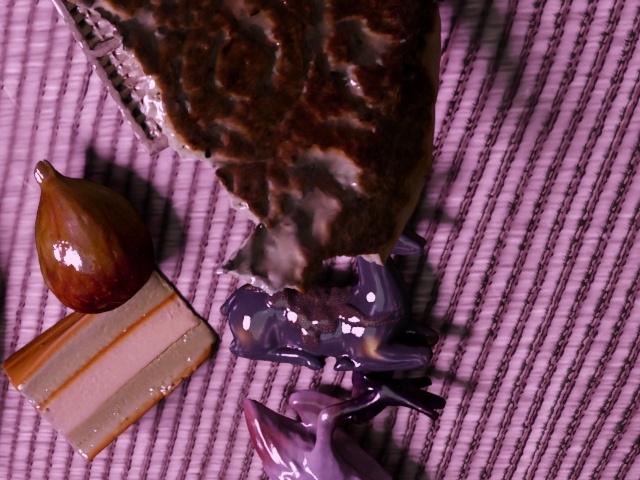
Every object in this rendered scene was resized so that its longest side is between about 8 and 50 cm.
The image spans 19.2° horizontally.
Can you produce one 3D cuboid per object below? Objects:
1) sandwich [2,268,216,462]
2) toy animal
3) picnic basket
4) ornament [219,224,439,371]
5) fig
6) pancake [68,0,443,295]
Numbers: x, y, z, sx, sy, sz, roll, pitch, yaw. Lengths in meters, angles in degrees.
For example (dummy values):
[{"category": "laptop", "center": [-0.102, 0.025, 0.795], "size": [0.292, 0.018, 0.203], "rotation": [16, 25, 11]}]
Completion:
[{"category": "sandwich", "center": [-0.208, 0.111, 1.858], "size": [0.187, 0.144, 0.117], "rotation": [-42, 104, -1]}, {"category": "toy animal", "center": [0.033, 0.243, 1.806], "size": [0.195, 0.090, 0.324], "rotation": [2, 120, 19]}, {"category": "picnic basket", "center": [-0.134, -0.198, 1.539], "size": [0.134, 0.154, 0.196], "rotation": [-28, 111, 7]}, {"category": "ornament", "center": [0.000, 0.000, 1.670], "size": [0.202, 0.080, 0.236], "rotation": [5, 126, 14]}, {"category": "fig", "center": [-0.220, -0.007, 1.730], "size": [0.109, 0.103, 0.154], "rotation": [-35, 110, 7]}, {"category": "pancake", "center": [-0.035, -0.170, 1.463], "size": [0.067, 0.305, 0.426], "rotation": [16, 141, 61]}]
